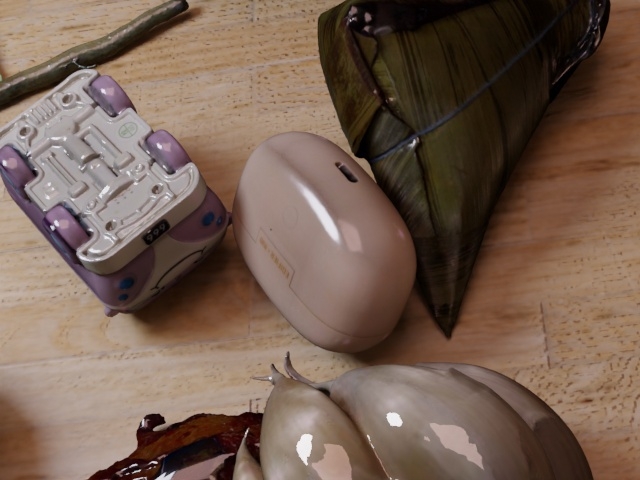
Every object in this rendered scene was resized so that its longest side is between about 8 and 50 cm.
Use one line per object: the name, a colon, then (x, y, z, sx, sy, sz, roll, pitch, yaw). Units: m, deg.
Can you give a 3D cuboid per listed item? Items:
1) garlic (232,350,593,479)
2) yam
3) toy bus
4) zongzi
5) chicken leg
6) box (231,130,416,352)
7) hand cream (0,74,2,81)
garlic: (0.068, 0.191, 0.953, 0.237, 0.210, 0.292, -23, 70, 16)
yam: (-0.240, -0.191, 1.379, 0.234, 0.027, 0.029, -27, 19, -4)
toy bus: (-0.182, -0.038, 1.190, 0.142, 0.142, 0.202, -38, 55, -13)
zongzi: (0.155, -0.090, 1.182, 0.286, 0.138, 0.300, -17, 87, -28)
chicken leg: (-0.167, 0.206, 1.044, 0.322, 0.083, 0.177, -25, 29, -4)
box: (0.000, 0.000, 1.122, 0.088, 0.146, 0.200, -10, 45, -34)
hand cream: (-0.398, -0.215, 1.425, 0.095, 0.046, 0.175, -21, 60, -2)
